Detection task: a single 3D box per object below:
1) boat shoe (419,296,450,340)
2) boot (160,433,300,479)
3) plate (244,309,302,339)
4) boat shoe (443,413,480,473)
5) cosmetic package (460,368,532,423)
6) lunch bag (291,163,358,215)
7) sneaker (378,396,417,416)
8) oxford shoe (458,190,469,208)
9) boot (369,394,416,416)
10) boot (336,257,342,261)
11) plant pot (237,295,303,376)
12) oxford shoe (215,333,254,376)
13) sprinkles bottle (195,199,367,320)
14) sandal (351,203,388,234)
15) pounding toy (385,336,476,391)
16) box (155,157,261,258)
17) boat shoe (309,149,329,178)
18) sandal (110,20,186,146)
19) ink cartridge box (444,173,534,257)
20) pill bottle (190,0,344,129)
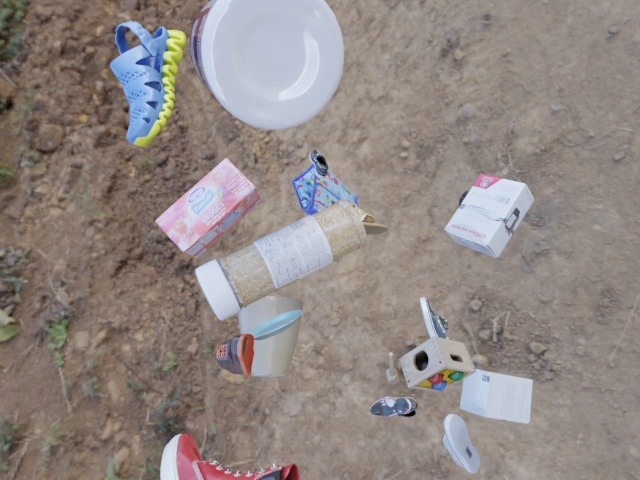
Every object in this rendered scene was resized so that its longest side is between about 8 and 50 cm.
[{"bbox_3d":[0.383,0.285,1.521,0.078,0.070,0.219,61,-168,-66],"label":"boat shoe"},{"bbox_3d":[-0.124,0.336,0.656,0.244,0.176,0.088,40,159,57],"label":"boot"},{"bbox_3d":[-0.137,0.256,1.377,0.188,0.188,0.024,-15,98,56],"label":"plate"},{"bbox_3d":[0.463,0.698,1.599,0.084,0.095,0.258,-4,117,48],"label":"boat shoe"},{"bbox_3d":[0.619,0.545,1.644,0.151,0.183,0.151,154,128,-70],"label":"cosmetic package"},{"bbox_3d":[0.023,-0.105,1.598,0.138,0.221,0.293,-39,30,22],"label":"lunch bag"},{"bbox_3d":[0.291,0.625,1.741,0.178,0.077,0.072,-23,58,54],"label":"sneaker"},{"bbox_3d":[0.587,-0.109,1.747,0.227,0.096,0.083,-99,33,-54],"label":"oxford shoe"},{"bbox_3d":[0.298,0.694,1.914,0.137,0.198,0.077,0,-108,-82],"label":"boot"},{"bbox_3d":[0.000,0.000,1.263,0.059,0.084,0.158,-60,28,4],"label":"boot"},{"bbox_3d":[-0.192,0.369,1.754,0.256,0.256,0.274,-28,57,53],"label":"plant pot"},{"bbox_3d":[-0.223,0.297,1.189,0.271,0.098,0.097,106,172,-62],"label":"oxford shoe"},{"bbox_3d":[-0.078,0.036,0.987,0.121,0.355,0.121,58,166,24],"label":"sprinkles bottle"},{"bbox_3d":[0.087,-0.065,1.281,0.088,0.240,0.079,-27,68,54],"label":"sandal"},{"bbox_3d":[0.254,0.339,1.193,0.206,0.181,0.094,-45,42,33],"label":"pounding toy"},{"bbox_3d":[-0.353,-0.098,1.496,0.300,0.142,0.154,-43,-7,-6],"label":"box"},{"bbox_3d":[-0.003,-0.237,1.390,0.125,0.046,0.038,-101,31,-45],"label":"boat shoe"},{"bbox_3d":[-0.385,-0.344,0.997,0.126,0.138,0.317,-28,55,42],"label":"sandal"},{"bbox_3d":[0.348,-0.052,0.964,0.109,0.063,0.150,28,82,50],"label":"ink cartridge box"},{"bbox_3d":[-0.122,-0.347,0.864,0.224,0.224,0.392,-70,24,17],"label":"pill bottle"}]
